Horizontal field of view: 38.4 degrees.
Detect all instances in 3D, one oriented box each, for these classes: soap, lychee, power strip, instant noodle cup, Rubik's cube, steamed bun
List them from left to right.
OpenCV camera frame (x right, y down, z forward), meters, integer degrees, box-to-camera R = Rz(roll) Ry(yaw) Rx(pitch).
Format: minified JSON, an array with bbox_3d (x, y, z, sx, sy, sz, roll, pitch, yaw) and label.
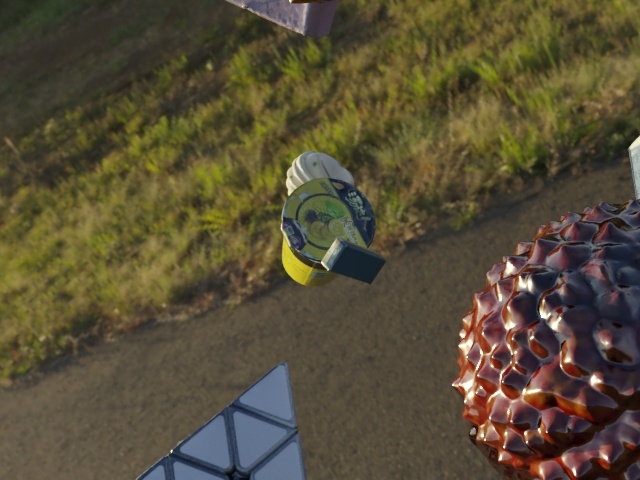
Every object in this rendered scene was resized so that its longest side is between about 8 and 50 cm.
[{"bbox_3d":[-0.113,0.351,1.330,0.233,0.228,0.229,-21,25,31],"label":"Rubik's cube"},{"bbox_3d":[-0.083,-0.609,1.920,0.296,0.286,0.107,31,29,24],"label":"soap"},{"bbox_3d":[-0.007,-0.126,2.266,0.182,0.183,0.106,-9,29,38],"label":"steamed bun"},{"bbox_3d":[0.000,0.000,2.114,0.215,0.215,0.236,-48,-8,-25],"label":"instant noodle cup"},{"bbox_3d":[0.059,0.036,1.588,0.032,0.123,0.056,43,106,41],"label":"power strip"},{"bbox_3d":[0.378,0.156,1.132,0.424,0.425,0.500,-26,-1,14],"label":"lychee"},{"bbox_3d":[0.596,-0.113,1.663,0.060,0.027,0.253,124,154,-54],"label":"power strip"}]

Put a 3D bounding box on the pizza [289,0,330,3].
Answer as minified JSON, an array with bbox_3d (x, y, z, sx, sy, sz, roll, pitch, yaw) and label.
[{"bbox_3d":[0.015,-0.407,1.172,0.201,0.193,0.053,-27,-1,-9],"label":"pizza"}]
